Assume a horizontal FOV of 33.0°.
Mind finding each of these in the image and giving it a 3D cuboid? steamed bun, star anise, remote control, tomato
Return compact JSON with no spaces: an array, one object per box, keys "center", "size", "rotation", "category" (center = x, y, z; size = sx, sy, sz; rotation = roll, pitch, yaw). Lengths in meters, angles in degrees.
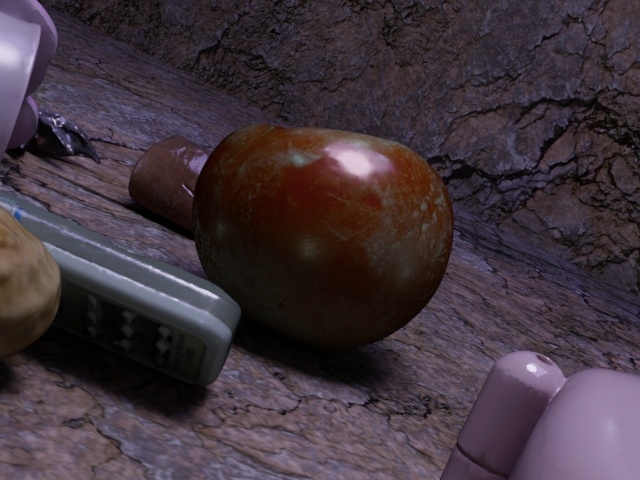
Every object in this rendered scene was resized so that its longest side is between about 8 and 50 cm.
[{"center":[-0.153,-0.069,1.411],"size":[0.145,0.106,0.175],"rotation":[27,9,17],"category":"steamed bun"},{"center":[-0.396,-0.155,1.431],"size":[0.204,0.061,0.180],"rotation":[26,11,9],"category":"star anise"},{"center":[-0.223,0.014,0.848],"size":[0.335,0.065,0.128],"rotation":[24,-31,0],"category":"remote control"},{"center":[0.000,0.000,1.107],"size":[0.270,0.223,0.270],"rotation":[7,-2,0],"category":"tomato"}]

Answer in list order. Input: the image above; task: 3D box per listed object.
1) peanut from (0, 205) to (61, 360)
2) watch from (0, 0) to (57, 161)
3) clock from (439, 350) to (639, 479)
[{"center":[-0.283,0.020,0.664],"size":[0.130,0.130,0.290],"rotation":[30,14,29],"category":"peanut"},{"center":[-0.402,-0.160,1.182],"size":[0.211,0.248,0.217],"rotation":[20,37,-22],"category":"watch"},{"center":[0.264,0.231,0.707],"size":[0.342,0.184,0.326],"rotation":[15,18,-18],"category":"clock"}]
